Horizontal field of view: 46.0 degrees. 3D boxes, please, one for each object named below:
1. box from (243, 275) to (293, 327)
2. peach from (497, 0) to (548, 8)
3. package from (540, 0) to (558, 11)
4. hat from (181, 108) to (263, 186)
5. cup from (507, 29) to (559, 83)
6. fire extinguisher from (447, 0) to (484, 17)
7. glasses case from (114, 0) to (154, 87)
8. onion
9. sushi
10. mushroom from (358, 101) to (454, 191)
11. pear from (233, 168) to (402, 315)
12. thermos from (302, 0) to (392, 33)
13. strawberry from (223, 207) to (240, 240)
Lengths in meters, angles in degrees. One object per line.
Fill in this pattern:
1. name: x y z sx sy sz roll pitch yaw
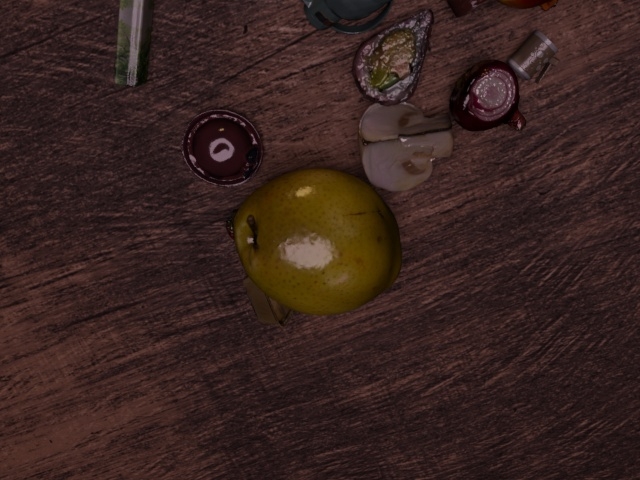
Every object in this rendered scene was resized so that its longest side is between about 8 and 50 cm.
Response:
1. box: -0.127 0.139 1.963 0.111 0.111 0.177 -18 107 8
2. peach: 0.446 -0.648 1.615 0.245 0.274 0.249 34 148 20
3. package: 0.540 -0.589 1.735 0.110 0.033 0.077 -35 114 17
4. hat: -0.244 -0.222 1.853 0.205 0.089 0.206 0 109 1
5. cup: 0.502 -0.430 1.779 0.099 0.102 0.074 -46 63 16
6. fire extinguisher: 0.276 -0.640 1.690 0.104 0.105 0.269 -32 105 11
7. glasses case: -0.436 -0.502 1.765 0.062 0.095 0.272 10 108 0
8. onion: 0.400 -0.329 1.786 0.198 0.135 0.173 34 104 -25
9. sushi: 0.164 -0.435 1.761 0.161 0.107 0.241 15 97 7
10. mushroom: 0.191 -0.234 1.827 0.236 0.162 0.173 -9 139 -9
11. pear: 0.000 0.000 1.782 0.418 0.362 0.362 5 111 -31
12. thermos: 0.099 -0.568 1.690 0.286 0.145 0.182 -28 135 36
13. strawberry: -0.184 -0.036 1.914 0.106 0.106 0.106 1 108 2
